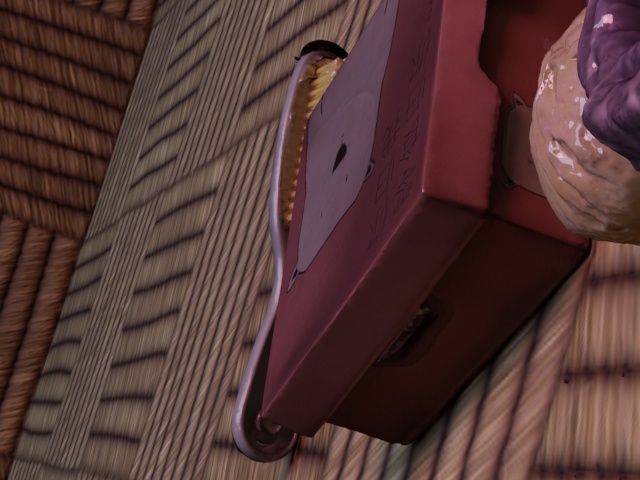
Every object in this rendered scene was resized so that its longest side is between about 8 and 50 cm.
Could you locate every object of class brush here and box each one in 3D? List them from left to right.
[{"bbox_3d":[0.000,0.000,1.223,0.060,0.068,0.297,-12,61,50],"label":"brush"}]

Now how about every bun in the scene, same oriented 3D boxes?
[{"bbox_3d":[0.118,-0.057,0.723,0.115,0.069,0.115,14,-90,-88],"label":"bun"}]

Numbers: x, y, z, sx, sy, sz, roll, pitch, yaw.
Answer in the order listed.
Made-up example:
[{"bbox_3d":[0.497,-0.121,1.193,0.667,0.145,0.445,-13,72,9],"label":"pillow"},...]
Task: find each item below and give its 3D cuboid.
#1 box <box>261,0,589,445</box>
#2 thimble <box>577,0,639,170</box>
[{"bbox_3d":[0.057,-0.034,0.948,0.215,0.086,0.215,124,160,-49],"label":"box"},{"bbox_3d":[0.152,-0.084,0.595,0.150,0.098,0.150,-160,90,-78],"label":"thimble"}]
